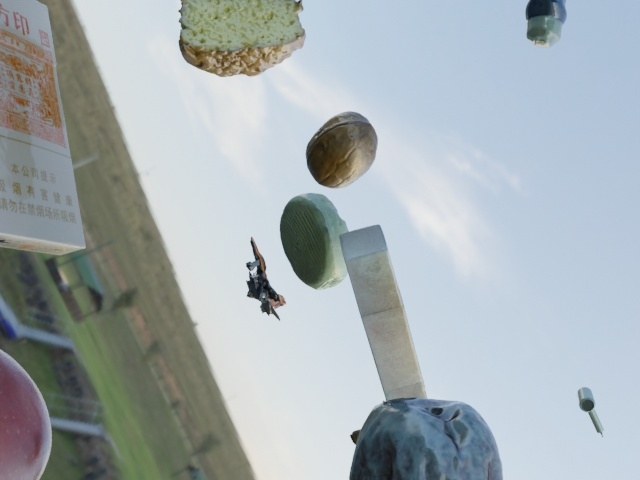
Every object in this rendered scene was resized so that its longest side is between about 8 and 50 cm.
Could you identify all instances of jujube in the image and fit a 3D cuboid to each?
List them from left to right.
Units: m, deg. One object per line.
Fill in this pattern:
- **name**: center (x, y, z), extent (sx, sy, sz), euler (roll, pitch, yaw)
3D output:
- **jujube**: center (0.165, 0.396, 1.401), extent (0.246, 0.215, 0.308), euler (3, -90, 53)

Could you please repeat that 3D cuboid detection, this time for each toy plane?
- **toy plane**: center (-0.130, 0.082, 1.972), extent (0.135, 0.062, 0.188), euler (18, -42, 51)

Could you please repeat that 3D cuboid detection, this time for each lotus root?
- **lotus root**: center (0.106, 0.414, 1.975), extent (0.030, 0.083, 0.037), euler (119, -35, -60)

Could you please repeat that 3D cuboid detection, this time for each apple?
- **apple**: center (-0.415, 0.214, 1.040), extent (0.218, 0.218, 0.201), euler (40, -26, 59)

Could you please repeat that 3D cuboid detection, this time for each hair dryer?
- **hair dryer**: center (0.646, 0.412, 2.217), extent (0.124, 0.038, 0.063), euler (62, 17, -12)

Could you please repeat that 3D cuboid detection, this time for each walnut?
- **walnut**: center (0.054, -0.222, 2.317), extent (0.207, 0.167, 0.167), euler (-44, -114, 30)

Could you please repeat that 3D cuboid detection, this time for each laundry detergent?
- **laundry detergent**: center (0.461, -0.519, 1.904), extent (0.143, 0.094, 0.289), euler (57, 42, -70)

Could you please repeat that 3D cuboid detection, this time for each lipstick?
- **lipstick**: center (0.112, 0.142, 1.597), extent (0.079, 0.076, 0.371), euler (-100, 175, -53)

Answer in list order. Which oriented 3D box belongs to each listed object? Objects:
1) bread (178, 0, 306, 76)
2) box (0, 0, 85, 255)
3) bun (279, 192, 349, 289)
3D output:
- **bread**: center (-0.146, -0.375, 1.709), extent (0.139, 0.229, 0.143), euler (116, -32, -74)
- **box**: center (-0.411, -0.168, 1.237), extent (0.204, 0.051, 0.365), euler (15, 61, -70)
- **bun**: center (0.001, 0.002, 2.057), extent (0.221, 0.108, 0.221), euler (25, -60, 54)
